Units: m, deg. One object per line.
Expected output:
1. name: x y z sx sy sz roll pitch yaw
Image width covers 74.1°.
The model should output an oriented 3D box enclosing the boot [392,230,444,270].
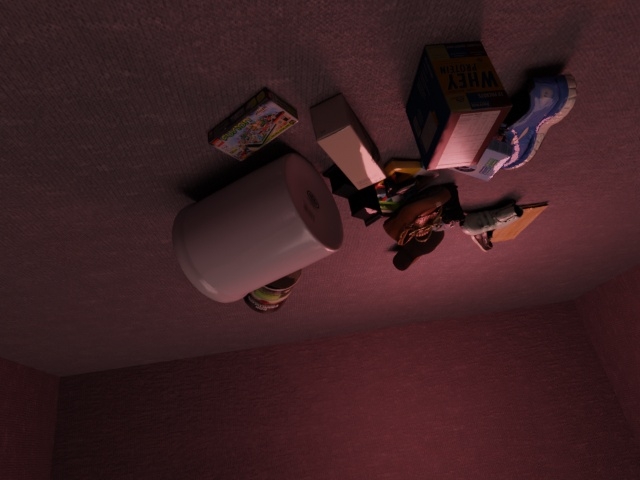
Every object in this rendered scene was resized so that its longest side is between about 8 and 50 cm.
1. boot: 0.439 0.015 1.852 0.115 0.112 0.305 -29 166 -42

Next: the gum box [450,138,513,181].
1. gum box: 0.430 -0.248 1.224 0.185 0.041 0.157 20 163 4

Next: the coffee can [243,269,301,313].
1. coffee can: -0.206 0.161 1.751 0.202 0.201 0.275 -1 152 -19

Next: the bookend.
1. bookend: 0.099 -0.139 1.305 0.156 0.157 0.072 12 146 -40

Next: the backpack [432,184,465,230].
1. backpack: 0.440 -0.104 1.544 0.115 0.151 0.182 -2 166 -4

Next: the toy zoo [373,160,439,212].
1. toy zoo: 0.254 -0.182 1.405 0.193 0.030 0.293 1 152 -31

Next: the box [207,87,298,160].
1. box: -0.169 -0.281 1.052 0.207 0.036 0.114 -27 150 30

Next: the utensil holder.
1. utensil holder: -0.171 -0.036 1.238 0.386 0.327 0.328 -25 151 22

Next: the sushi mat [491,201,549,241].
1. sushi mat: 0.860 -0.072 1.884 0.152 0.019 0.316 -8 155 -8

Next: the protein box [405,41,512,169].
1. protein box: 0.307 -0.308 0.988 0.136 0.199 0.201 -8 154 -7

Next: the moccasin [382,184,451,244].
1. moccasin: 0.338 -0.073 1.465 0.139 0.146 0.380 -31 172 -27

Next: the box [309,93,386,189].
1. box: 0.080 -0.251 1.124 0.094 0.113 0.275 -21 154 19

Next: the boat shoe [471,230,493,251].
1. boat shoe: 0.735 -0.011 1.889 0.079 0.083 0.233 -24 148 27

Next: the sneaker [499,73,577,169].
1. sneaker: 0.543 -0.324 1.169 0.147 0.129 0.329 6 150 -2

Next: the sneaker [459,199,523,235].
1. sneaker: 0.680 -0.096 1.679 0.256 0.094 0.151 -10 162 -25

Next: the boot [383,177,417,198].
1. boot: 0.253 -0.171 1.332 0.099 0.045 0.121 -14 164 8
